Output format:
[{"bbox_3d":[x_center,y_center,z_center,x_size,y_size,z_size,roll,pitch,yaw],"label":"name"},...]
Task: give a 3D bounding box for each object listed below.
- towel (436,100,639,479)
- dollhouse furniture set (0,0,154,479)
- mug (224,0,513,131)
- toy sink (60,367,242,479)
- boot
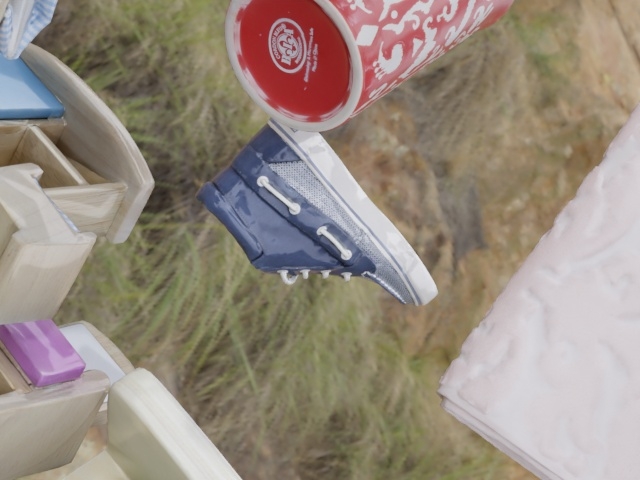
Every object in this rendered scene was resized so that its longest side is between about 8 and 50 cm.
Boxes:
[{"bbox_3d":[0.291,0.055,0.681,0.317,0.332,0.053,35,-9,14],"label":"towel"},{"bbox_3d":[-0.110,-0.113,0.483,0.286,0.303,0.198,45,30,23],"label":"dollhouse furniture set"},{"bbox_3d":[0.023,-0.156,0.633,0.169,0.113,0.150,-43,119,-40],"label":"mug"},{"bbox_3d":[-0.087,0.191,0.458,0.131,0.234,0.153,-32,66,-29],"label":"toy sink"},{"bbox_3d":[0.000,0.000,0.736,0.190,0.086,0.069,49,0,-34],"label":"boot"}]
